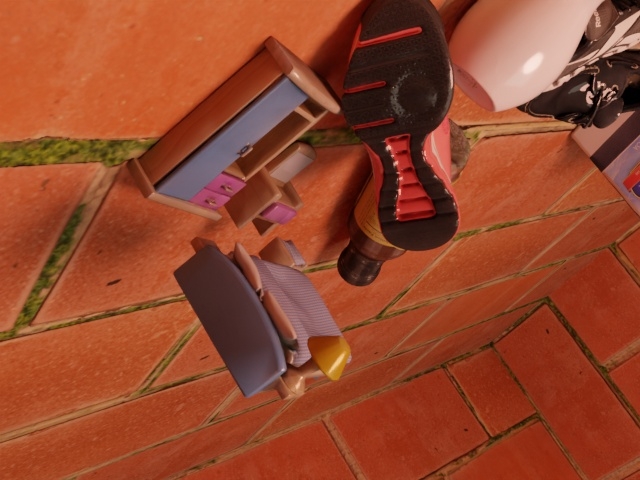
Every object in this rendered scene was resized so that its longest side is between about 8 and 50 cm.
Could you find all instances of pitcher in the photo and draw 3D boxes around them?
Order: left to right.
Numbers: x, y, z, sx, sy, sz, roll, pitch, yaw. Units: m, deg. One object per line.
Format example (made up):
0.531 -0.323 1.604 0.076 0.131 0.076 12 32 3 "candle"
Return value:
0.243 -0.244 0.934 0.207 0.125 0.178 -45 175 0 "pitcher"

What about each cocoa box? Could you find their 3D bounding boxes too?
0.677 -0.231 1.431 0.231 0.228 0.347 -16 154 -39 "cocoa box"

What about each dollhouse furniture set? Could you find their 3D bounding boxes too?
0.000 0.000 0.839 0.198 0.303 0.286 -38 160 14 "dollhouse furniture set"

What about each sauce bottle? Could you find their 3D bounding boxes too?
0.104 -0.045 1.180 0.111 0.111 0.344 -22 159 -28 "sauce bottle"

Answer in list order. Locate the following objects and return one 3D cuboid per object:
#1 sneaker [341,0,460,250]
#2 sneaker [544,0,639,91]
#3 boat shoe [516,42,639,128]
0.088 -0.140 0.906 0.116 0.136 0.313 -6 128 6 "sneaker"
0.365 -0.285 1.059 0.234 0.078 0.106 -32 163 4 "sneaker"
0.423 -0.225 1.231 0.340 0.113 0.127 -14 153 -42 "boat shoe"
